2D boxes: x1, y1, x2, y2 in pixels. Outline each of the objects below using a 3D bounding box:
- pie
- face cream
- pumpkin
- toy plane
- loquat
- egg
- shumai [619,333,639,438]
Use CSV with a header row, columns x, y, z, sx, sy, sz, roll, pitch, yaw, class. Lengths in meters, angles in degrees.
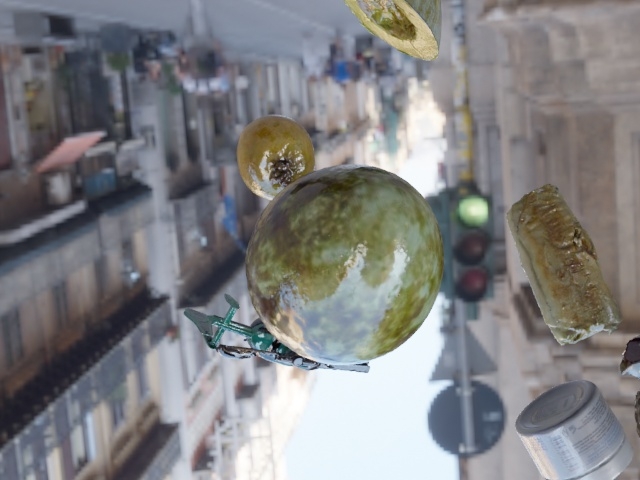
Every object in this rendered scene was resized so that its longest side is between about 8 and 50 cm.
x,y,z,sx,sy,sz,roll,pitch,yaw,class
0.407,0.045,1.994,0.129,0.282,0.068,-27,153,15,pie
0.476,0.370,2.232,0.177,0.152,0.177,-31,-172,5,face cream
0.124,-0.397,1.881,0.217,0.110,0.217,33,173,5,pumpkin
-0.093,0.181,2.205,0.382,0.106,0.155,22,-166,-32,toy plane
-0.079,-0.146,2.084,0.137,0.163,0.163,7,-177,-24,loquat
0.032,0.025,1.419,0.238,0.238,0.289,-7,162,-14,egg
0.581,0.219,1.832,0.218,0.183,0.185,-11,143,22,shumai
